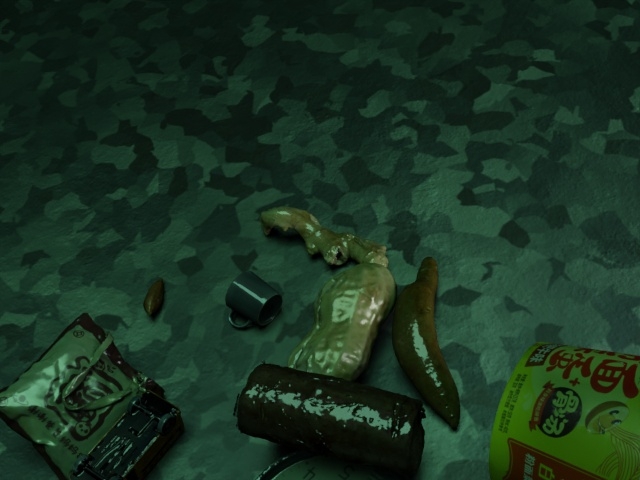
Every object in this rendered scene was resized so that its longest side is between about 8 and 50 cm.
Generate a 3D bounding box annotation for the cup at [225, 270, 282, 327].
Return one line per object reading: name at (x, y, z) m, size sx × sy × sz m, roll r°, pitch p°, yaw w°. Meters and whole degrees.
cup at (-0.125, 0.117, 1.663) m, size 0.077 × 0.078 × 0.100 m, roll 32°, pitch 97°, yaw 27°

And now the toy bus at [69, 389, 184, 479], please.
toy bus at (-0.310, 0.344, 1.492) m, size 0.083 × 0.088 × 0.194 m, roll 25°, pitch 57°, yaw 27°

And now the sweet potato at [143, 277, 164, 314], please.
sweet potato at (-0.313, 0.108, 1.726) m, size 0.034 × 0.034 × 0.095 m, roll 1°, pitch 40°, yaw 11°

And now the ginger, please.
ginger at (0.000, 0.000, 1.737) m, size 0.288 × 0.075 × 0.089 m, roll 20°, pitch 62°, yaw 20°

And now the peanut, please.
peanut at (0.038, 0.152, 1.560) m, size 0.130 × 0.130 × 0.290 m, roll 13°, pitch 55°, yaw 21°

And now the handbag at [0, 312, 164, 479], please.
handbag at (-0.409, 0.269, 1.540) m, size 0.213 × 0.127 × 0.235 m, roll 44°, pitch 57°, yaw 0°

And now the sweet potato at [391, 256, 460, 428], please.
sweet potato at (0.170, 0.153, 1.560) m, size 0.079 × 0.108 × 0.346 m, roll -31°, pitch 42°, yaw 32°

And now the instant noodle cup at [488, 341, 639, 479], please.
instant noodle cup at (0.385, 0.284, 1.293) m, size 0.221 × 0.311 × 0.311 m, roll 13°, pitch 54°, yaw 33°

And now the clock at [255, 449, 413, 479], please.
clock at (0.018, 0.445, 1.363) m, size 0.312 × 0.061 × 0.313 m, roll -5°, pitch 50°, yaw 6°

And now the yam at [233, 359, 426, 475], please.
yam at (0.019, 0.267, 1.394) m, size 0.279 × 0.131 × 0.131 m, roll 10°, pitch 53°, yaw 17°
